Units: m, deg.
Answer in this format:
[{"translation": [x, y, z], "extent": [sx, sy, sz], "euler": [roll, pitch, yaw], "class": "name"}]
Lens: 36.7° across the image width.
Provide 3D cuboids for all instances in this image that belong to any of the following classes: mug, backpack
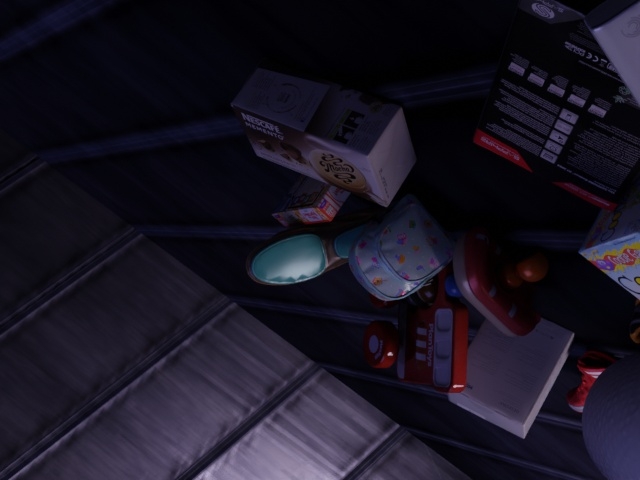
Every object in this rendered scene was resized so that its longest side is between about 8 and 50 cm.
[{"translation": [0.659, 0.332, 1.636], "extent": [0.374, 0.276, 0.328], "euler": [3, 176, 5], "class": "mug"}, {"translation": [0.151, 0.023, 1.853], "extent": [0.166, 0.188, 0.144], "euler": [50, 177, -6], "class": "backpack"}]

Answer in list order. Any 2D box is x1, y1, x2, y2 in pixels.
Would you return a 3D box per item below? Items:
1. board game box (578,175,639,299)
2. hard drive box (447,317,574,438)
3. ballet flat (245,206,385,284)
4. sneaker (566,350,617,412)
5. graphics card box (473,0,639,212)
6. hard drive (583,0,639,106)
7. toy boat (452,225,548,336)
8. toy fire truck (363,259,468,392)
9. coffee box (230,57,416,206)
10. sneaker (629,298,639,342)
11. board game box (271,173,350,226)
[{"translation": [0.537, 0.029, 1.372], "extent": [0.275, 0.144, 0.142], "euler": [36, 160, -8], "class": "board game box"}, {"translation": [0.397, 0.264, 2.022], "extent": [0.181, 0.232, 0.089], "euler": [26, 159, 24], "class": "hard drive box"}, {"translation": [0.000, 0.000, 1.969], "extent": [0.124, 0.342, 0.116], "euler": [-137, 31, -62], "class": "ballet flat"}, {"translation": [0.576, 0.289, 2.053], "extent": [0.128, 0.087, 0.221], "euler": [45, 147, -7], "class": "sneaker"}, {"translation": [0.340, -0.194, 1.235], "extent": [0.232, 0.094, 0.371], "euler": [29, 161, 12], "class": "graphics card box"}, {"translation": [0.440, -0.175, 1.013], "extent": [0.307, 0.203, 0.040], "euler": [45, -158, -30], "class": "hard drive"}, {"translation": [0.356, 0.064, 1.803], "extent": [0.151, 0.151, 0.231], "euler": [-31, 118, 36], "class": "toy boat"}, {"translation": [0.225, 0.154, 1.984], "extent": [0.169, 0.302, 0.254], "euler": [8, 174, -28], "class": "toy fire truck"}, {"translation": [0.007, -0.195, 1.729], "extent": [0.297, 0.119, 0.168], "euler": [24, 160, 26], "class": "coffee box"}, {"translation": [0.626, 0.159, 1.632], "extent": [0.215, 0.083, 0.084], "euler": [14, 151, 42], "class": "sneaker"}, {"translation": [-0.002, -0.101, 1.926], "extent": [0.045, 0.147, 0.193], "euler": [42, 160, -20], "class": "board game box"}]
